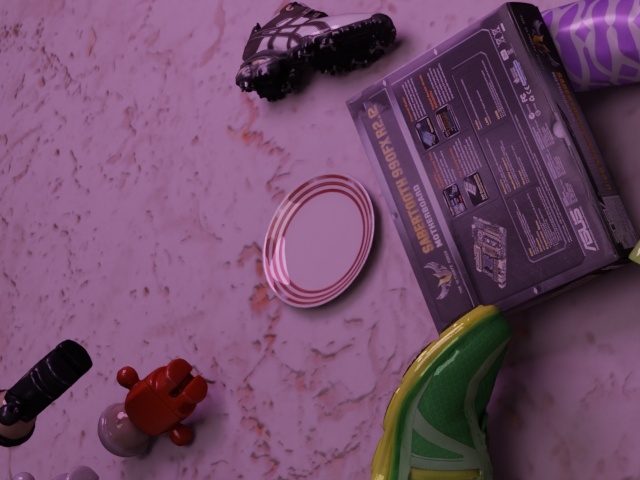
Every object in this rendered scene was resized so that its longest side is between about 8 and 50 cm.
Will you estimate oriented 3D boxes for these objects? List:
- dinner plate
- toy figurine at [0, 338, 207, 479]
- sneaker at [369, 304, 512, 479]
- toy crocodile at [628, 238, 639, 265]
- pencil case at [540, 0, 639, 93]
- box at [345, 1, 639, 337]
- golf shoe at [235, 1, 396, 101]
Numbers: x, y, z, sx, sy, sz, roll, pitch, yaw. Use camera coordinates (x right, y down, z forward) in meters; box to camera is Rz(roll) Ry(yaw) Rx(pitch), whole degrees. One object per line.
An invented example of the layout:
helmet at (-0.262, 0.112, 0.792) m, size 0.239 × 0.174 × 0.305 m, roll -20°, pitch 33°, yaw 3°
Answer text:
dinner plate at (0.000, 0.000, 1.273) m, size 0.141 × 0.017 × 0.141 m, roll -17°, pitch 63°, yaw 37°
toy figurine at (-0.213, 0.217, 1.241) m, size 0.148 × 0.213 × 0.209 m, roll -39°, pitch 53°, yaw 35°
sneaker at (0.104, 0.192, 1.047) m, size 0.124 × 0.109 × 0.295 m, roll 22°, pitch 100°, yaw 17°
toy crocodile at (0.346, 0.067, 0.880) m, size 0.115 × 0.105 × 0.340 m, roll -55°, pitch 46°, yaw 10°
pencil case at (0.238, -0.163, 1.089) m, size 0.206 × 0.088 × 0.086 m, roll -6°, pitch 30°, yaw 40°
box at (0.141, -0.055, 1.082) m, size 0.183 × 0.056 × 0.231 m, roll -29°, pitch 77°, yaw 36°
golf shoe at (-0.009, -0.215, 1.328) m, size 0.198 × 0.077 × 0.093 m, roll -14°, pitch 64°, yaw 36°
